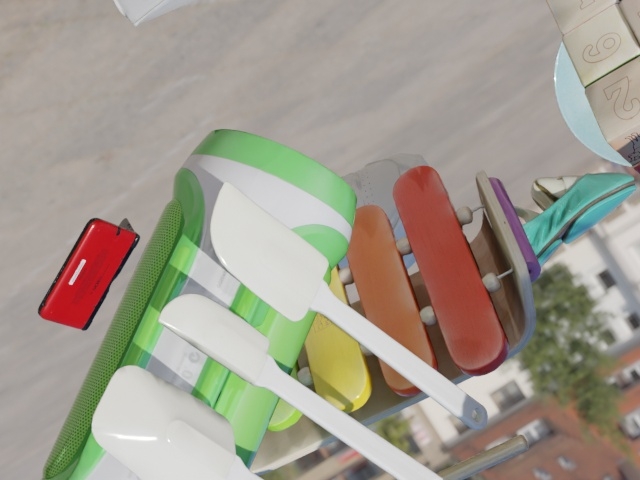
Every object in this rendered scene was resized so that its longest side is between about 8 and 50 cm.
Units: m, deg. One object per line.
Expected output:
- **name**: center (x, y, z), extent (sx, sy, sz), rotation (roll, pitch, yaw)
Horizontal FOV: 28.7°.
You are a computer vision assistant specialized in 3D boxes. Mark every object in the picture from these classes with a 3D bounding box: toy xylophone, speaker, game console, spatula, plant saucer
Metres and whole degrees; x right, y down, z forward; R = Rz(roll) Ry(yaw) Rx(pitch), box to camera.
- **toy xylophone**: center (0.027, 0.090, 0.925), extent (0.323, 0.236, 0.081), rotation (-33, 133, 6)
- **speaker**: center (-0.083, 0.084, 0.792), extent (0.131, 0.131, 0.296), rotation (120, -7, -78)
- **game console**: center (-0.301, 0.032, 1.596), extent (0.124, 0.085, 0.144), rotation (25, 97, -52)
- **spatula**: center (-0.005, 0.102, 0.729), extent (0.019, 0.242, 0.168), rotation (-12, -134, 51)
- **plant saucer**: center (0.339, -0.175, 1.312), extent (0.195, 0.195, 0.037), rotation (-33, -171, 7)

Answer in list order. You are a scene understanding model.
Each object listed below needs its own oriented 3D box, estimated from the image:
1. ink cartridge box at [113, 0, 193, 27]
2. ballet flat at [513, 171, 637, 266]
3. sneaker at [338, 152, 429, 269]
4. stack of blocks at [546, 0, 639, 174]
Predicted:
- **ink cartridge box**: center (-0.113, -0.375, 1.186), extent (0.129, 0.223, 0.307), rotation (-32, -174, -42)
- **ballet flat**: center (0.252, -0.024, 1.409), extent (0.247, 0.087, 0.083), rotation (-38, 164, -23)
- **sneaker**: center (0.000, 0.000, 1.341), extent (0.152, 0.114, 0.305), rotation (5, 152, -39)
- **stack of blocks**: center (0.219, -0.176, 0.881), extent (0.087, 0.297, 0.171), rotation (-31, 146, 23)
